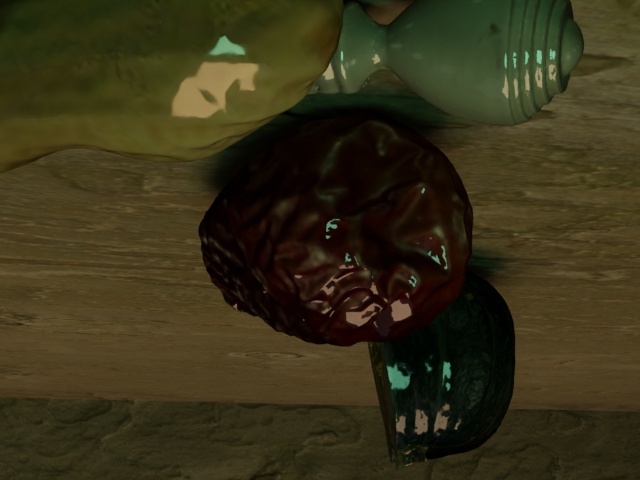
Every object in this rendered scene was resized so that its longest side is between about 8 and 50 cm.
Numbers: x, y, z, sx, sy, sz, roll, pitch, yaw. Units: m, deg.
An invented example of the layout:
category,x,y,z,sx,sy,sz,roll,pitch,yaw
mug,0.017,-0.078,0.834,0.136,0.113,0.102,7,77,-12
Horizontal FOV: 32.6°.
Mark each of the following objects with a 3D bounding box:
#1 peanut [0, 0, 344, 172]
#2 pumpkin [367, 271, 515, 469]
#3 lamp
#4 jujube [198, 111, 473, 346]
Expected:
category,x,y,z,sx,sy,sz,roll,pitch,yaw
peanut,-0.131,-0.109,0.696,0.318,0.148,0.147,-11,162,21
pumpkin,0.168,0.163,1.468,0.196,0.263,0.293,-8,165,0
lamp,0.077,-0.130,0.728,0.193,0.106,0.106,4,166,18
jujube,0.000,0.000,1.017,0.216,0.216,0.342,6,168,-26
